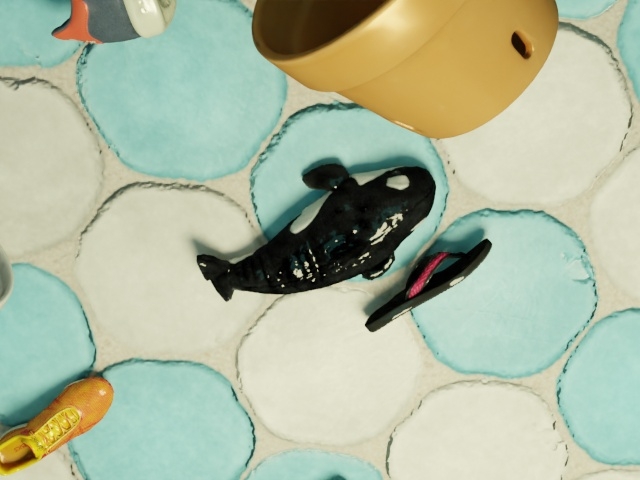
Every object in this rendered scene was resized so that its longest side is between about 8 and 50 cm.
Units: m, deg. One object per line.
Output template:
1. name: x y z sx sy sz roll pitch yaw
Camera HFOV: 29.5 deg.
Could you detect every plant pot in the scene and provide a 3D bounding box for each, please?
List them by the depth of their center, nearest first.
1. plant pot: 0.101 -0.239 1.233 0.291 0.291 0.203 -45 123 11

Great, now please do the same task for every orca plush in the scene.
1. orca plush: 0.000 0.000 1.382 0.287 0.102 0.151 -11 109 1

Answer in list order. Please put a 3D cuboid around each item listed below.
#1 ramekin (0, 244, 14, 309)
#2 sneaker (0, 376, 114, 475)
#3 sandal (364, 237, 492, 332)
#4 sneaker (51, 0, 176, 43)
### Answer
1. ramekin: -0.452 0.041 1.322 0.207 0.207 0.109 34 112 -14
2. sneaker: -0.318 0.228 1.461 0.175 0.067 0.064 -38 105 8
3. sandal: 0.121 0.046 1.428 0.179 0.067 0.040 -33 96 10
4. sneaker: -0.265 -0.366 1.233 0.148 0.131 0.350 -11 104 11
